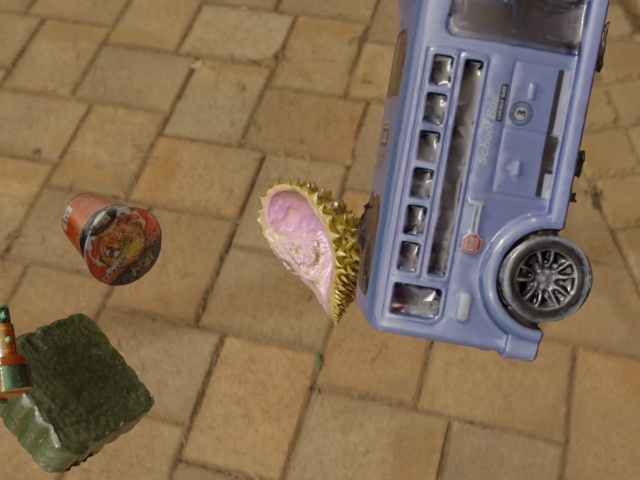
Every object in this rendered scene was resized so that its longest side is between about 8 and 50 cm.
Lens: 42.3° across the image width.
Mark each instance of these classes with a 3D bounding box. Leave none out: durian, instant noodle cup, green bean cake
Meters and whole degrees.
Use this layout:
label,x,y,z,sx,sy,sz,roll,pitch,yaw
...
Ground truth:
label,x,y,z,sx,sy,sz,roll,pitch,yaw
durian,0.000,0.001,1.139,0.132,0.165,0.182,-37,32,3
instant noodle cup,-0.326,-0.013,1.253,0.127,0.127,0.135,-39,41,-21
green bean cake,-0.348,0.210,1.141,0.185,0.094,0.183,45,28,12

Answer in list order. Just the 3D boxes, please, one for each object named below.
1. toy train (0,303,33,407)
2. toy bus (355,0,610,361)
label,x,y,z,sx,sy,sz,roll,pitch,yaw
toy train,-0.320,0.111,0.823,0.044,0.064,0.103,4,61,-44
toy bus,0.101,-0.085,0.511,0.133,0.125,0.292,9,98,-4
